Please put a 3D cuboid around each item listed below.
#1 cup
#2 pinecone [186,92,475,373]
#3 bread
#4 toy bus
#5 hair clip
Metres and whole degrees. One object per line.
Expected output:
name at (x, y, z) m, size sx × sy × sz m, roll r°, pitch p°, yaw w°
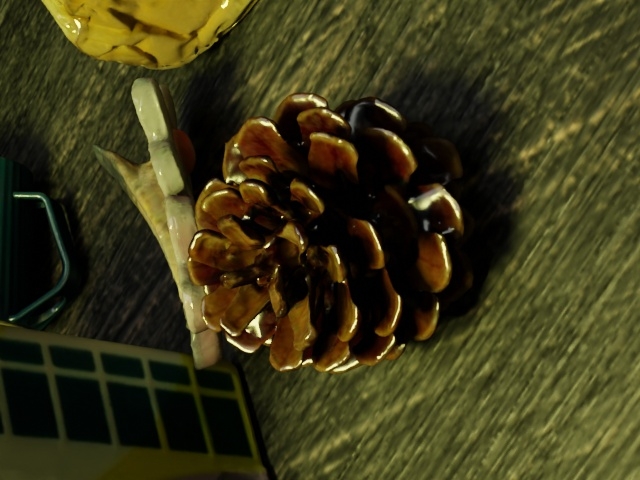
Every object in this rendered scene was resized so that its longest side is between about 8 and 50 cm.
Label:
cup at (-0.298, 0.008, 1.450) m, size 0.176 × 0.131 × 0.155 m, roll -3°, pitch 74°, yaw 14°
pinecone at (0.000, 0.000, 1.107) m, size 0.207 × 0.207 × 0.208 m, roll -10°, pitch 76°, yaw 42°
bread at (-0.124, -0.261, 1.283) m, size 0.250 × 0.179 × 0.133 m, roll -54°, pitch 46°, yaw 23°
toy bus at (-0.252, 0.182, 1.142) m, size 0.209 × 0.440 × 0.249 m, roll -36°, pitch 57°, yaw 34°
hair clip at (-0.116, -0.020, 1.252) m, size 0.146 × 0.075 × 0.257 m, roll 91°, pitch 159°, yaw -50°
